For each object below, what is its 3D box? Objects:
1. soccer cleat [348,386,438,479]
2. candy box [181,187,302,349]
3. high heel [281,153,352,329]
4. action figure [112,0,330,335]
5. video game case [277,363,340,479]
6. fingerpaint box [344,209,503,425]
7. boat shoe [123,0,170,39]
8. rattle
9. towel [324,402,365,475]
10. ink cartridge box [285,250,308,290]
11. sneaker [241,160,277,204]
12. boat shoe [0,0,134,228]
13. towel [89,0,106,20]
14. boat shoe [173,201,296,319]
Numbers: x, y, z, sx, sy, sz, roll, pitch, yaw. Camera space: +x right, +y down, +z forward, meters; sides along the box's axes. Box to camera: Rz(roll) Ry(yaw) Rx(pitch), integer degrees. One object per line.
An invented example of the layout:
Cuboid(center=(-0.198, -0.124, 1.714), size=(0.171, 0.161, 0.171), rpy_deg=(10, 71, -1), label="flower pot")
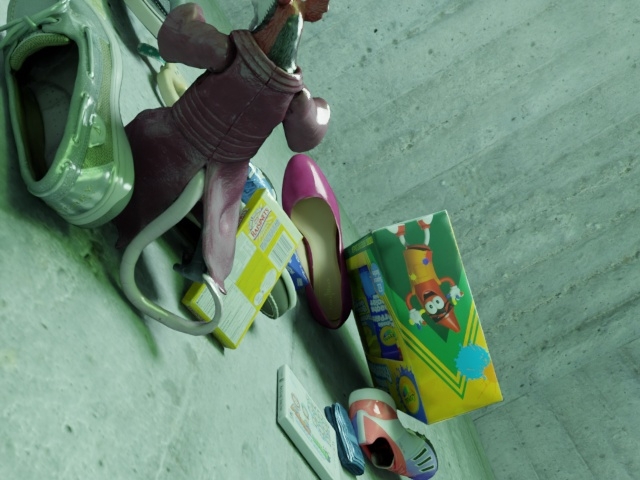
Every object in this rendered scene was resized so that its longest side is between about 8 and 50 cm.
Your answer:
Cuboid(center=(0.140, 0.409, 1.353), size=(0.318, 0.108, 0.116), rpy_deg=(56, 30, -38), label="soccer cleat")
Cuboid(center=(-0.102, 0.036, 0.960), size=(0.105, 0.027, 0.206), rpy_deg=(53, 53, -33), label="candy box")
Cuboid(center=(0.000, 0.000, 1.501), size=(0.181, 0.127, 0.377), rpy_deg=(-122, -164, -79), label="high heel")
Cuboid(center=(-0.122, -0.128, 0.755), size=(0.248, 0.370, 0.276), rpy_deg=(28, 36, -19), label="action figure")
Cuboid(center=(-0.018, 0.285, 1.065), size=(0.157, 0.019, 0.143), rpy_deg=(57, 9, -20), label="video game case")
Cuboid(center=(0.181, 0.163, 1.480), size=(0.445, 0.163, 0.371), rpy_deg=(142, -68, -80), label="fingerpaint box")
Cuboid(center=(-0.307, -0.505, 1.361), size=(0.340, 0.158, 0.127), rpy_deg=(54, 5, 32), label="boat shoe")
Cuboid(center=(-0.249, -0.320, 1.335), size=(0.130, 0.142, 0.200), rpy_deg=(7, 58, -56), label="rattle")
Cuboid(center=(0.045, 0.342, 1.202), size=(0.067, 0.029, 0.119), rpy_deg=(52, 12, -47), label="towel")
Cuboid(center=(-0.092, 0.002, 1.459), size=(0.097, 0.046, 0.207), rpy_deg=(49, 14, -49), label="ink cartridge box")
Cuboid(center=(-0.169, -0.136, 1.409), size=(0.211, 0.080, 0.081), rpy_deg=(51, 15, 1), label="sneaker")
Cuboid(center=(-0.281, -0.166, 0.737), size=(0.103, 0.118, 0.320), rpy_deg=(45, 26, -63), label="boat shoe")
Cuboid(center=(-0.404, -0.429, 1.154), size=(0.110, 0.027, 0.148), rpy_deg=(47, 16, -52), label="towel")
Cuboid(center=(-0.136, 0.019, 1.026), size=(0.109, 0.091, 0.305), rpy_deg=(9, -40, 42), label="boat shoe")
